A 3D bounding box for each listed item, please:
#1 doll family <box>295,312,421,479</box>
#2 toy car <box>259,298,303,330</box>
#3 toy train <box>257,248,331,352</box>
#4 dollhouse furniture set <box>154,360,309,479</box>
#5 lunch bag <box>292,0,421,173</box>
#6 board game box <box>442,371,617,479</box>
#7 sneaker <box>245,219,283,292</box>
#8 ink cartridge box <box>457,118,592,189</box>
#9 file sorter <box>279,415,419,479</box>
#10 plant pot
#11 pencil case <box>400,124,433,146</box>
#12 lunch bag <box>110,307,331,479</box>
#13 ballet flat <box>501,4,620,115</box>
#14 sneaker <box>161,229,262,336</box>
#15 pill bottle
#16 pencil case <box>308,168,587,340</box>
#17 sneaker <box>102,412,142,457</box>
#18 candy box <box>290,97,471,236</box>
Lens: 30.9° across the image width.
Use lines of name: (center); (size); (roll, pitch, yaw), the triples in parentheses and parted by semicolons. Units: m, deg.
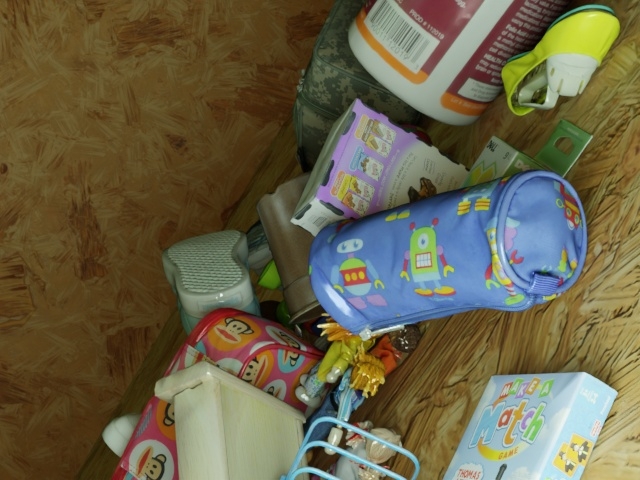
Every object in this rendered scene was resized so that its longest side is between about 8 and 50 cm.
doll family: (0.028, 0.163, 1.278); (0.163, 0.118, 0.263); (-50, 15, 36)
toy car: (-0.142, 0.119, 1.876); (0.149, 0.188, 0.155); (-49, 2, -39)
toy train: (-0.030, 0.078, 1.668); (0.105, 0.143, 0.248); (-47, 17, 47)
dollhouse furniture set: (-0.210, 0.325, 1.171); (0.394, 0.362, 0.256); (-25, 54, 24)
lunch bag: (0.075, -0.259, 1.970); (0.256, 0.213, 0.305); (109, -179, -47)
board game box: (0.139, 0.205, 0.912); (0.211, 0.039, 0.160); (-61, 11, -15)
sneaker: (0.000, 0.000, 1.848); (0.297, 0.129, 0.111); (-20, 35, 43)
ink cartridge box: (0.196, -0.051, 1.254); (0.209, 0.062, 0.109); (-57, 12, 10)
file sorter: (0.013, 0.253, 1.018); (0.170, 0.118, 0.104); (-63, -2, -62)
plant pot: (0.002, 0.003, 1.507); (0.167, 0.165, 0.167); (-24, -9, -4)
pencil case: (0.116, -0.080, 1.579); (0.104, 0.104, 0.236); (-55, 12, 18)
lunch bag: (-0.103, 0.238, 1.422); (0.258, 0.120, 0.293); (25, -84, -57)
ballet flat: (0.271, -0.195, 1.319); (0.231, 0.077, 0.077); (151, 127, -73)
sneaker: (-0.155, 0.089, 1.681); (0.366, 0.135, 0.150); (-106, 7, -74)
pill bottle: (0.228, -0.364, 1.515); (0.392, 0.224, 0.224); (-53, 13, 26)
pencil case: (0.113, 0.021, 1.124); (0.306, 0.119, 0.133); (-16, 72, 51)
sneaker: (-0.149, 0.231, 1.550); (0.108, 0.292, 0.169); (43, 102, 33)
candy box: (0.085, -0.047, 1.373); (0.070, 0.196, 0.164); (-42, 20, 53)
